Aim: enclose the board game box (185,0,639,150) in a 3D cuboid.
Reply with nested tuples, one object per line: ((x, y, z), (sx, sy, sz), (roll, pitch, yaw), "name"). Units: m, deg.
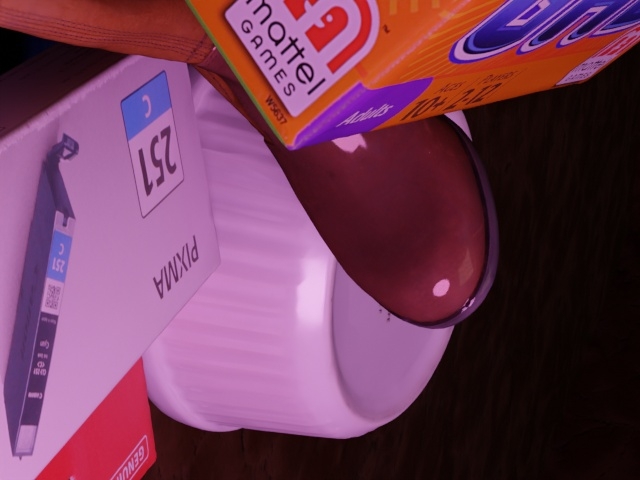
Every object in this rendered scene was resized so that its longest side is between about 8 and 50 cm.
((0.095, -0.303, 0.662), (0.356, 0.356, 0.356), (-39, 170, 30), "board game box")

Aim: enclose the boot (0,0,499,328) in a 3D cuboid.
((-0.044, -0.086, 0.646), (0.280, 0.096, 0.264), (13, 53, -57), "boot")

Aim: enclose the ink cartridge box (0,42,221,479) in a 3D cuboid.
((-0.124, 0.061, 0.659), (0.296, 0.066, 0.261), (-54, 140, -62), "ink cartridge box")

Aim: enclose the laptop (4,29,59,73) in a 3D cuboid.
((-0.100, -0.021, 0.853), (0.264, 0.137, 0.234), (4, 99, -37), "laptop")

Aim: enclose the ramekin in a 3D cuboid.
((0.000, 0.000, 0.899), (0.273, 0.127, 0.272), (-32, 128, -54), "ramekin")
